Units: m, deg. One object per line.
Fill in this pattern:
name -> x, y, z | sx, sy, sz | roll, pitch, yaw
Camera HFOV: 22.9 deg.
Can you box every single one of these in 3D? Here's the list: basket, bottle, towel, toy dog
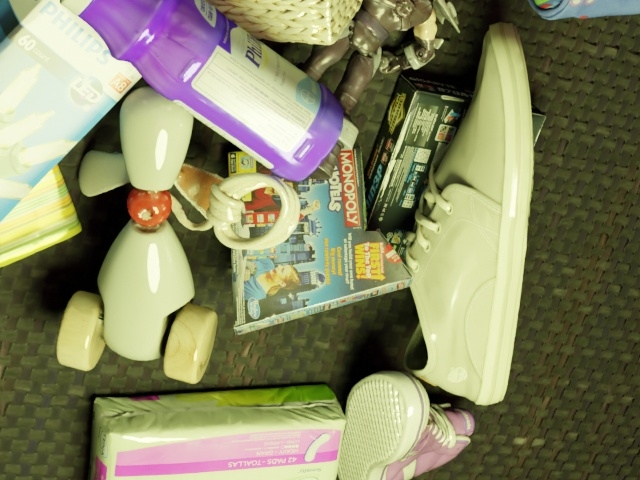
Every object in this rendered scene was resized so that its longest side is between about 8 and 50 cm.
basket -> -0.046, -0.260, 1.537 | 0.167, 0.113, 0.103 | 7, 127, 20
bottle -> -0.110, -0.169, 1.483 | 0.283, 0.118, 0.092 | 35, 107, -18
towel -> -0.326, -0.088, 1.612 | 0.102, 0.021, 0.237 | -24, 123, -13
toy dog -> -0.165, -0.006, 1.641 | 0.220, 0.161, 0.333 | 29, 116, -6

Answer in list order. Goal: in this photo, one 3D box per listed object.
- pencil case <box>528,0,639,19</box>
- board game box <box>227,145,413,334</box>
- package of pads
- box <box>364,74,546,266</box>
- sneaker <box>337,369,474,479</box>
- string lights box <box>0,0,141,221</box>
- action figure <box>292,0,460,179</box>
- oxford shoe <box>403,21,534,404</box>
pencil case -> 0.369, -0.315, 1.719 | 0.306, 0.119, 0.133 | -7, 109, -19
board game box -> 0.000, 0.000, 1.701 | 0.194, 0.060, 0.194 | -2, 80, -1
package of pads -> -0.127, 0.293, 1.853 | 0.296, 0.101, 0.229 | -1, 117, -22
box -> 0.138, -0.067, 1.797 | 0.175, 0.051, 0.220 | 8, 114, -26
sneaker -> 0.116, 0.210, 1.869 | 0.161, 0.102, 0.282 | -18, 159, -19
string lights box -> -0.311, -0.124, 1.532 | 0.260, 0.077, 0.133 | -45, 126, 8
action figure -> 0.035, -0.209, 1.652 | 0.185, 0.099, 0.285 | 40, 83, -27
oxford shoe -> 0.159, -0.018, 1.717 | 0.130, 0.169, 0.449 | 5, 118, 3
